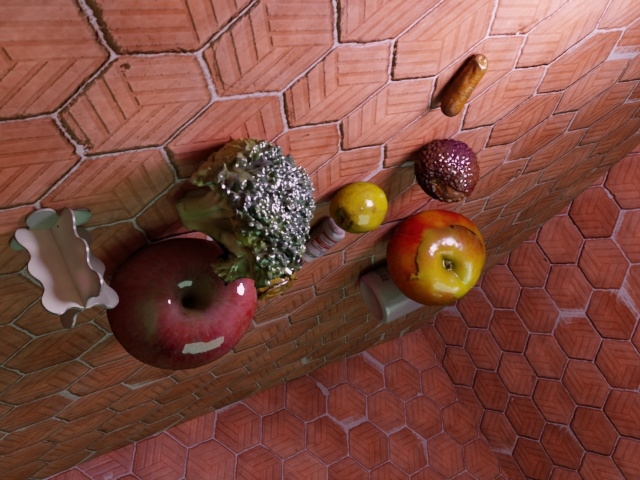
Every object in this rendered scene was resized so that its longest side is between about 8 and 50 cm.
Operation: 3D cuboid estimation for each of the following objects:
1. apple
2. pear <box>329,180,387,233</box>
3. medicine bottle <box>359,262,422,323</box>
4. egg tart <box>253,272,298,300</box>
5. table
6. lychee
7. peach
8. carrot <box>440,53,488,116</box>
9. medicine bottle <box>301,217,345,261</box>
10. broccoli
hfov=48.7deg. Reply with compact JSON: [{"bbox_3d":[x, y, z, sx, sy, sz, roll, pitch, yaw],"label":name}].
[{"bbox_3d":[-0.332,0.151,1.687,0.345,0.344,0.269,-22,178,-22],"label":"apple"},{"bbox_3d":[0.105,-0.089,1.938,0.162,0.148,0.149,-18,158,-40],"label":"pear"},{"bbox_3d":[0.368,0.161,2.822,0.388,0.219,0.219,-25,160,-14],"label":"medicine bottle"},{"bbox_3d":[-0.153,0.114,2.151,0.241,0.106,0.241,-27,165,-8],"label":"egg tart"},{"bbox_3d":[-0.490,0.055,1.373,0.167,0.198,0.166,-26,160,-10],"label":"table"},{"bbox_3d":[0.359,-0.204,1.972,0.188,0.188,0.188,-26,160,-10],"label":"lychee"},{"bbox_3d":[0.389,0.055,2.456,0.370,0.370,0.370,-26,160,-10],"label":"peach"},{"bbox_3d":[0.344,-0.373,1.700,0.060,0.060,0.186,-17,151,-33],"label":"carrot"},{"bbox_3d":[0.000,0.000,2.111,0.140,0.079,0.079,-41,158,29],"label":"medicine bottle"},{"bbox_3d":[-0.171,-0.051,1.501,0.281,0.293,0.348,3,164,30],"label":"broccoli"}]
